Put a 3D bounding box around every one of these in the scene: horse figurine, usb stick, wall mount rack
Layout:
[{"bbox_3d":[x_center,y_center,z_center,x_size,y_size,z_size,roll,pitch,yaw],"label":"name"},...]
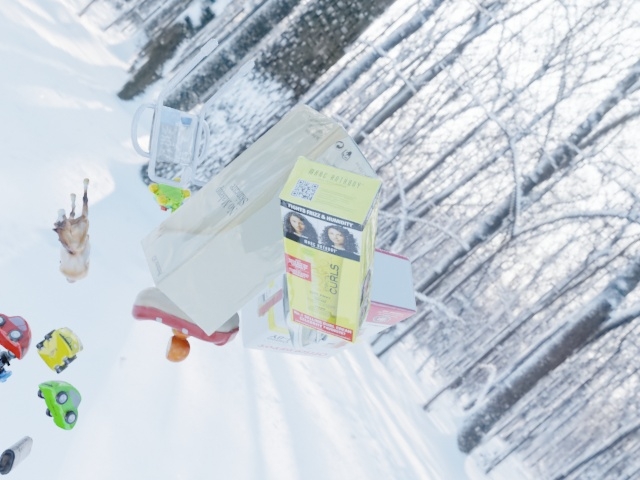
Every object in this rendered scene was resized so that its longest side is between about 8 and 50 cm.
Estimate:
[{"bbox_3d":[-0.495,0.003,1.312,0.066,0.263,0.175,5,47,-18],"label":"horse figurine"},{"bbox_3d":[-0.935,0.656,2.002,0.045,0.077,0.278,14,-11,-10],"label":"usb stick"},{"bbox_3d":[-0.264,-0.268,1.421,0.130,0.304,0.350,12,6,14],"label":"wall mount rack"}]

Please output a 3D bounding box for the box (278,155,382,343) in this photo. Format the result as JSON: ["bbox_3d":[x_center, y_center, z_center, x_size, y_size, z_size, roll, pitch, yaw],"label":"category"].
[{"bbox_3d":[0.010,0.020,0.677,0.087,0.058,0.232,18,-33,12],"label":"box"}]

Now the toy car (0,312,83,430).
[{"bbox_3d":[-0.469,0.228,1.137,0.239,0.053,0.225,5,-62,32],"label":"toy car"}]

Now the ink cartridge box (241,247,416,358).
[{"bbox_3d":[0.009,0.158,1.643,0.279,0.384,0.161,14,57,-31],"label":"ink cartridge box"}]

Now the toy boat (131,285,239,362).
[{"bbox_3d":[-0.298,0.189,1.399,0.231,0.151,0.151,20,5,11],"label":"toy boat"}]

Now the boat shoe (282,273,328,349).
[{"bbox_3d":[-0.013,0.142,1.302,0.320,0.103,0.118,81,5,-66],"label":"boat shoe"}]

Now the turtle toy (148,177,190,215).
[{"bbox_3d":[-0.397,-0.107,1.736,0.130,0.095,0.066,51,-38,28],"label":"turtle toy"}]

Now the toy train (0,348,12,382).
[{"bbox_3d":[-0.703,0.277,1.296,0.184,0.105,0.080,-53,128,-63],"label":"toy train"}]

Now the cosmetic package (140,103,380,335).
[{"bbox_3d":[-0.086,-0.037,0.898,0.113,0.309,0.160,51,-4,-31],"label":"cosmetic package"}]
